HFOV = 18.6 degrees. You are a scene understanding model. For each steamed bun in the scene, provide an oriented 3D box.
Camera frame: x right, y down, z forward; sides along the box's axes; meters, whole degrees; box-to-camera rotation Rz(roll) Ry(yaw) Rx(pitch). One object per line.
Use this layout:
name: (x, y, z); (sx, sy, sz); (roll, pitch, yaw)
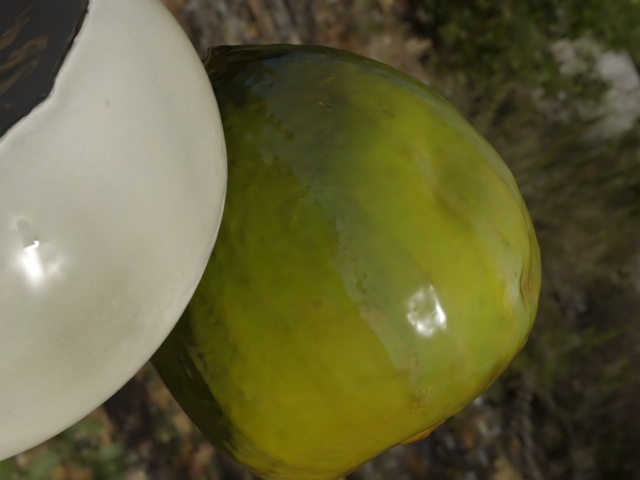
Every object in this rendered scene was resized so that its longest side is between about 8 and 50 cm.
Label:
steamed bun: (-0.204, -0.015, 1.003); (0.324, 0.324, 0.206); (-116, -179, -48)

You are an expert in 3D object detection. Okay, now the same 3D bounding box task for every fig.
fig: (-0.003, 0.008, 1.527); (0.343, 0.343, 0.343); (157, -90, -88)
